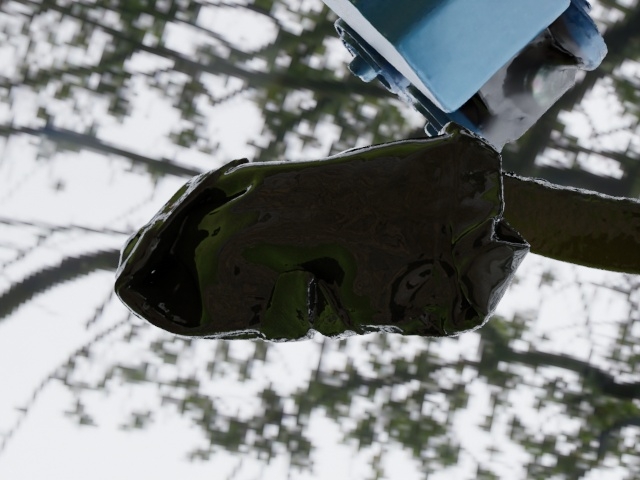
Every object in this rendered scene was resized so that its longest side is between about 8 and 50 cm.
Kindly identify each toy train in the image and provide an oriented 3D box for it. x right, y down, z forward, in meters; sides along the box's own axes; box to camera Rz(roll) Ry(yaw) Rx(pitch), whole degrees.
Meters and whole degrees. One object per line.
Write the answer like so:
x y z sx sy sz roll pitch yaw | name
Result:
0.097 -0.220 1.548 0.188 0.265 0.300 -42 -140 1 | toy train

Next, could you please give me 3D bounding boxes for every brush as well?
0.214 -0.010 1.305 0.197 0.123 0.059 13 -85 47 | brush

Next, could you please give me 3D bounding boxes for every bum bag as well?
0.000 0.000 1.154 0.326 0.079 0.142 -3 -120 35 | bum bag
